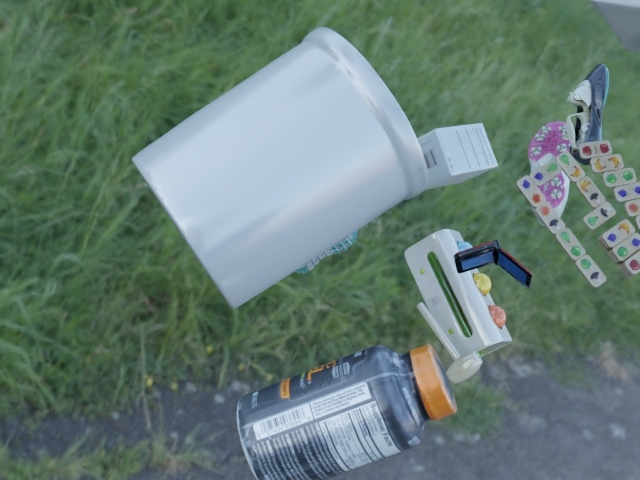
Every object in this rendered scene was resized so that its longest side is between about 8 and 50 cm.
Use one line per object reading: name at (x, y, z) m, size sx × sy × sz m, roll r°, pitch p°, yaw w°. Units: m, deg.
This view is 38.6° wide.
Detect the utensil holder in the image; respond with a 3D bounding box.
utensil holder at (-0.071, -0.116, 1.522) m, size 0.386 × 0.327 × 0.327 m, roll -34°, pitch 54°, yaw -8°

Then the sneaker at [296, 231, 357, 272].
sneaker at (0.000, 0.000, 1.999) m, size 0.167 × 0.065 × 0.076 m, roll -29°, pitch 50°, yaw -1°

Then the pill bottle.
pill bottle at (0.035, 0.206, 1.092) m, size 0.130 × 0.246 × 0.130 m, roll -22°, pitch 90°, yaw -81°

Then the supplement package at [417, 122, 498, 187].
supplement package at (0.270, -0.176, 1.919) m, size 0.179 × 0.105 × 0.105 m, roll -13°, pitch 82°, yaw -47°

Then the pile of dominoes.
pile of dominoes at (0.498, -0.057, 1.611) m, size 0.196 × 0.040 × 0.251 m, roll -34°, pitch 80°, yaw -8°

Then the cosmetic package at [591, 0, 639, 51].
cosmetic package at (0.625, -0.374, 1.371) m, size 0.155 × 0.196 × 0.366 m, roll 34°, pitch -4°, yaw -41°

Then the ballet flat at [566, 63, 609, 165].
ballet flat at (0.506, -0.245, 1.745) m, size 0.074 × 0.203 × 0.074 m, roll 7°, pitch -6°, yaw 1°

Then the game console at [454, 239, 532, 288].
game console at (0.323, 0.059, 1.717) m, size 0.144 × 0.124 × 0.085 m, roll 54°, pitch 19°, yaw -72°

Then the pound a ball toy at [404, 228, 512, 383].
pound a ball toy at (0.302, 0.133, 1.956) m, size 0.208 × 0.136 × 0.319 m, roll 11°, pitch 51°, yaw -61°

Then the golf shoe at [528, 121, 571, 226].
golf shoe at (0.595, -0.172, 2.371) m, size 0.115 × 0.140 × 0.306 m, roll 6°, pitch 56°, yaw 23°
